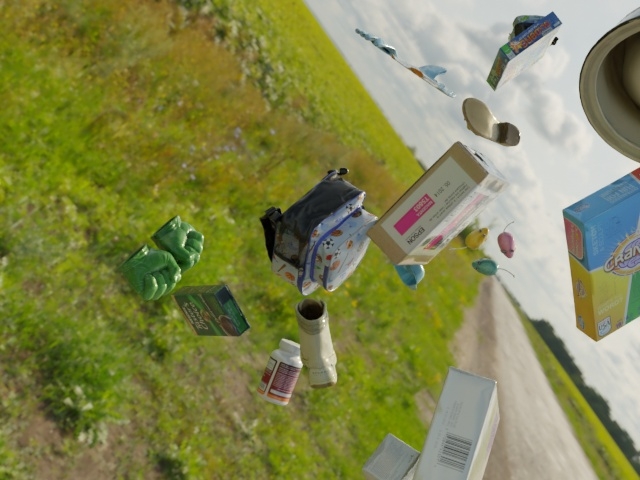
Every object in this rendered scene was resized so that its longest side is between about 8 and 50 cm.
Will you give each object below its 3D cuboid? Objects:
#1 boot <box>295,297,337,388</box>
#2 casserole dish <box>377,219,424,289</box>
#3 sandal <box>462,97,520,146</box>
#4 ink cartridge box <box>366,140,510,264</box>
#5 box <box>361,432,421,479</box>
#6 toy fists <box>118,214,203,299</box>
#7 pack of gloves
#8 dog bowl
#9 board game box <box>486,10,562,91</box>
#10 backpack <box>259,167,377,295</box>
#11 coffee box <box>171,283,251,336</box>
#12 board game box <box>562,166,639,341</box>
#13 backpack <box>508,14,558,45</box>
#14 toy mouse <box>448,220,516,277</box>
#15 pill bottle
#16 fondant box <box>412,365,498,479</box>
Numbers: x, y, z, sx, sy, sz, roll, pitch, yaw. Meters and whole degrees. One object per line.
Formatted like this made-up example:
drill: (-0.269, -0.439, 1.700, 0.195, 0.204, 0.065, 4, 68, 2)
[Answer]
boot: (-0.013, 0.194, 1.753, 0.213, 0.077, 0.165, -109, -171, -73)
casserole dish: (0.193, 0.028, 1.992, 0.188, 0.037, 0.114, 62, -14, 0)
sandal: (0.429, -0.304, 2.229, 0.240, 0.088, 0.079, 21, -13, -37)
ink cartridge box: (0.219, -0.060, 1.529, 0.088, 0.234, 0.193, 50, 18, 16)
box: (0.156, 0.485, 1.767, 0.087, 0.102, 0.101, 28, -27, 32)
toy fists: (-0.419, 0.050, 2.288, 0.142, 0.096, 0.279, 52, 42, -13)
pack of gloves: (0.182, -0.367, 1.680, 0.195, 0.046, 0.232, 41, 15, 22)
dog bowl: (0.788, -0.353, 1.824, 0.408, 0.408, 0.150, 51, 51, -22)
board game box: (0.427, -0.397, 1.774, 0.035, 0.136, 0.201, 55, -1, 8)
backpack: (0.000, 0.000, 2.023, 0.213, 0.277, 0.263, 43, -37, 17)
coffee box: (-0.235, 0.150, 1.774, 0.184, 0.040, 0.113, -5, -62, 50)
board game box: (0.612, 0.022, 1.673, 0.064, 0.242, 0.316, 46, -19, 52)
backpack: (0.506, -0.493, 2.022, 0.114, 0.105, 0.084, 106, -16, -79)
toy mouse: (0.399, 0.030, 1.920, 0.143, 0.161, 0.031, 55, 13, 10)
pill bottle: (-0.096, 0.328, 2.092, 0.086, 0.151, 0.086, 22, 0, 0)
fondant box: (0.269, 0.407, 1.623, 0.096, 0.238, 0.330, 16, -19, 18)
